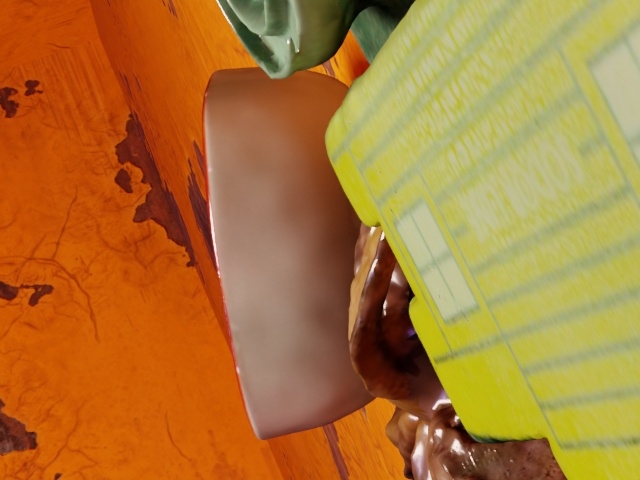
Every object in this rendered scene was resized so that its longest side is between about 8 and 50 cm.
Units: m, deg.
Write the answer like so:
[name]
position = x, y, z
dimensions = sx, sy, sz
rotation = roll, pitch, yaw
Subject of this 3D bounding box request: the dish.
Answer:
[dish]
position = 0.000, 0.000, 1.207
dimensions = 0.256, 0.117, 0.256
rotation = -8, -90, -86

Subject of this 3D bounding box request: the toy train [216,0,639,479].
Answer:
[toy train]
position = 0.088, -0.066, 0.437
dimensions = 0.272, 0.179, 0.442
rotation = 63, 170, 3

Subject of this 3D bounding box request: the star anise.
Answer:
[star anise]
position = 0.078, 0.085, 1.049
dimensions = 0.292, 0.109, 0.349
rotation = 62, 169, 20
